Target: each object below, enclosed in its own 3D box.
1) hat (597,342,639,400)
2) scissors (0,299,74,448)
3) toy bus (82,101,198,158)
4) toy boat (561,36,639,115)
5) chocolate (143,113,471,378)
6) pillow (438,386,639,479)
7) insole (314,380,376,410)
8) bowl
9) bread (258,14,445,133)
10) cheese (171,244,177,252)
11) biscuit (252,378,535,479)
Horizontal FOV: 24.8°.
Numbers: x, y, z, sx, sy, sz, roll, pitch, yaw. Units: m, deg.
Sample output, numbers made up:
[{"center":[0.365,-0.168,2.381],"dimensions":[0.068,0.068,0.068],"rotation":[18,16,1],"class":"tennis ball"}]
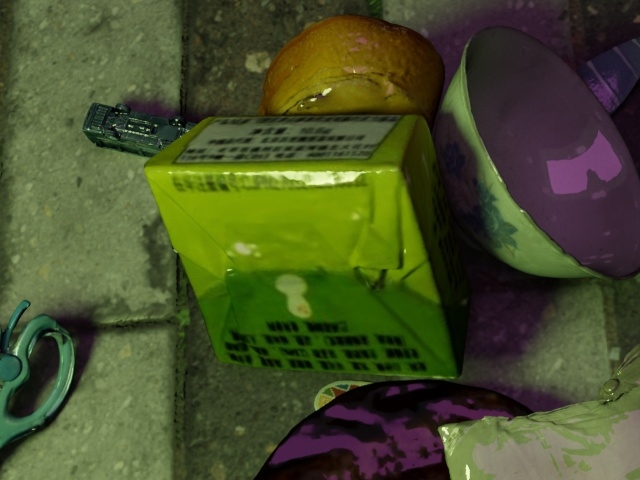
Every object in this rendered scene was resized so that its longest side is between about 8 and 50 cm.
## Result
[{"center":[0.411,0.207,1.483],"dimensions":[0.244,0.149,0.214],"rotation":[14,70,29],"class":"hat"},{"center":[-0.406,0.252,1.653],"dimensions":[0.032,0.180,0.393],"rotation":[12,80,55],"class":"scissors"},{"center":[-0.210,-0.128,1.802],"dimensions":[0.166,0.065,0.047],"rotation":[13,70,16],"class":"toy bus"},{"center":[0.353,-0.204,1.730],"dimensions":[0.122,0.034,0.096],"rotation":[-27,69,-2],"class":"toy boat"},{"center":[0.000,0.000,1.557],"dimensions":[0.301,0.289,0.137],"rotation":[1,41,24],"class":"chocolate"},{"center":[0.241,0.232,1.444],"dimensions":[0.229,0.050,0.148],"rotation":[-13,80,14],"class":"pillow"},{"center":[0.084,0.199,1.623],"dimensions":[0.193,0.006,0.065],"rotation":[15,71,19],"class":"insole"},{"center":[0.213,-0.069,1.605],"dimensions":[0.146,0.313,0.313],"rotation":[-32,58,34],"class":"bowl"},{"center":[0.029,-0.143,1.645],"dimensions":[0.195,0.270,0.143],"rotation":[17,53,-14],"class":"bread"},{"center":[-0.125,-0.051,1.749],"dimensions":[0.036,0.086,0.162],"rotation":[40,91,-10],"class":"cheese"},{"center":[0.105,0.341,1.500],"dimensions":[0.407,0.091,0.407],"rotation":[-2,62,4],"class":"biscuit"}]
